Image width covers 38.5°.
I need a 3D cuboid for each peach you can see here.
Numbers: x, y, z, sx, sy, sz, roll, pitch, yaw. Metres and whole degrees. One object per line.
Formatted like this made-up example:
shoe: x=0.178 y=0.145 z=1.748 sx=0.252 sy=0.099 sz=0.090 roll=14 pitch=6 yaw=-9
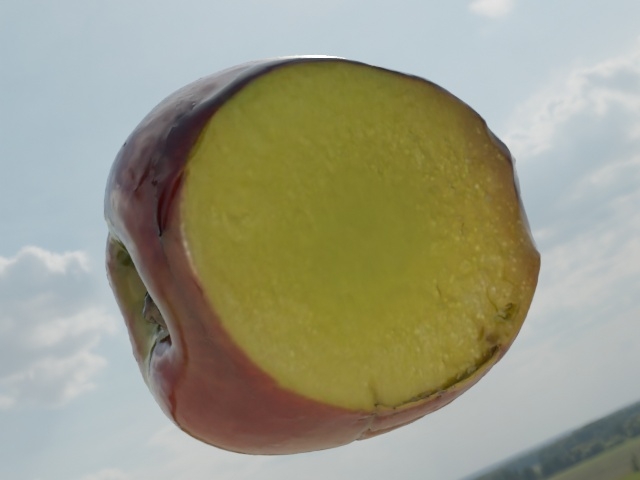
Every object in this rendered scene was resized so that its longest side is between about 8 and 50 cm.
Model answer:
peach: x=0.000 y=0.000 z=0.603 sx=0.275 sy=0.248 sz=0.245 roll=-8 pitch=20 yaw=-20
